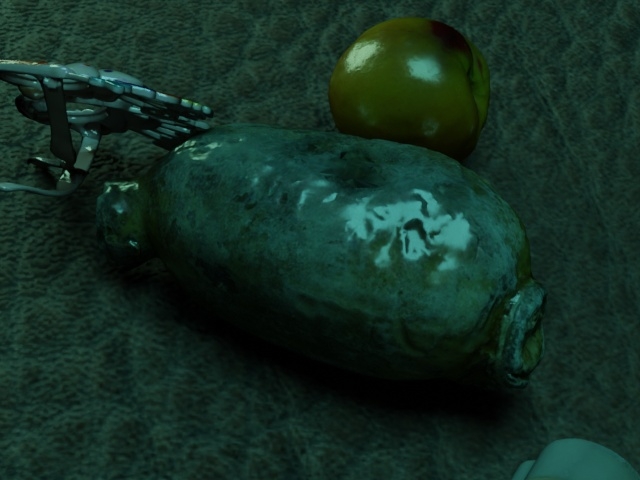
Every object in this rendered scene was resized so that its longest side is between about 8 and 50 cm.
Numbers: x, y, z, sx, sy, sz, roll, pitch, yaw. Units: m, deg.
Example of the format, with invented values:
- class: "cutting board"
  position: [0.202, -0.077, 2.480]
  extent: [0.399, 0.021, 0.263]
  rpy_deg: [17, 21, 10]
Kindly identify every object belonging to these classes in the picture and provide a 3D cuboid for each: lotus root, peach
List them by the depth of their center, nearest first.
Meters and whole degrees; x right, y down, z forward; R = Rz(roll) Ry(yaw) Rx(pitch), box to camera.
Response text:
- class: "lotus root"
  position: [0.000, -0.002, 1.091]
  extent: [0.350, 0.175, 0.175]
  rpy_deg: [17, 41, 14]
- class: "peach"
  position: [0.074, -0.124, 1.272]
  extent: [0.138, 0.138, 0.138]
  rpy_deg: [6, 41, -6]

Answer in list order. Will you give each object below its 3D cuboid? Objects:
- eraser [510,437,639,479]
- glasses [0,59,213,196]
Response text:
- class: "eraser"
  position: [0.142, 0.254, 0.892]
  extent: [0.171, 0.087, 0.290]
  rpy_deg: [27, 44, 14]
- class: "glasses"
  position: [-0.159, -0.076, 1.131]
  extent: [0.162, 0.255, 0.095]
  rpy_deg: [1, 86, 0]
